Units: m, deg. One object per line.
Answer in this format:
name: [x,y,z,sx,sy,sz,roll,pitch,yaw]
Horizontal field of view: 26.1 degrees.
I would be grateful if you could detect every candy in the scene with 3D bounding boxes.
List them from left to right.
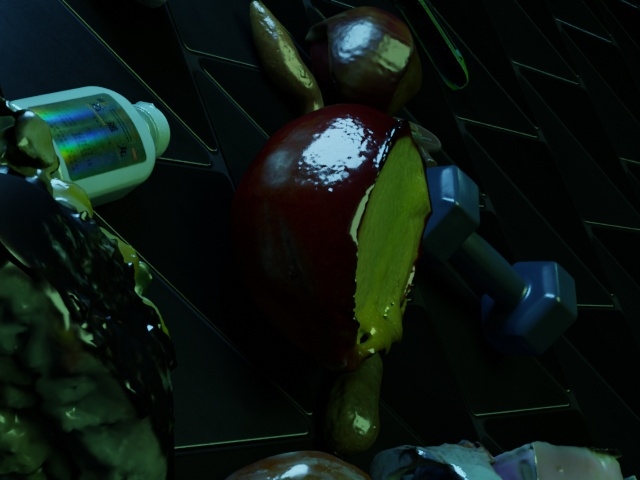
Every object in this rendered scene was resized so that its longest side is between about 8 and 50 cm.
candy: [0.328,0.362,1.862,0.265,0.116,0.155,15,52,-51]

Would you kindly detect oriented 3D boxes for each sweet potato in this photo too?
sweet potato: [-0.049,-0.241,1.914,0.202,0.058,0.055,60,-13,-6]
sweet potato: [0.038,0.166,1.665,0.081,0.062,0.233,37,33,-31]

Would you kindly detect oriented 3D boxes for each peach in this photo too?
peach: [0.000,0.000,1.629,0.257,0.201,0.361,72,27,-48]

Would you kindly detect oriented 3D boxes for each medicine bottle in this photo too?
medicine bottle: [-0.245,-0.098,1.454,0.121,0.083,0.229,58,29,4]

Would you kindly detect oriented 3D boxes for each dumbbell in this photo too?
dumbbell: [0.229,0.032,1.989,0.316,0.156,0.143,41,5,-29]

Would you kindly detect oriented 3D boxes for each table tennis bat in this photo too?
table tennis bat: [0.122,-0.105,2.091,0.108,0.119,0.170,13,24,-20]

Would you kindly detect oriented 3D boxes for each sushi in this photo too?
sushi: [-0.258,0.085,1.038,0.329,0.328,0.285,45,22,-21]

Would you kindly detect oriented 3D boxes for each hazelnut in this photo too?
hazelnut: [0.064,-0.253,2.014,0.202,0.161,0.170,-164,-128,-79]

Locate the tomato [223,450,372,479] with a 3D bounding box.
tomato: [0.003,0.307,1.394,0.214,0.155,0.181,57,26,0]

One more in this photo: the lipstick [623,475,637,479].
lipstick: [0.486,0.493,2.019,0.076,0.077,0.289,-11,73,-59]

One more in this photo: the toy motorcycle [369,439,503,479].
toy motorcycle: [0.137,0.371,1.471,0.241,0.182,0.319,90,-15,-64]

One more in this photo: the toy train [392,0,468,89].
toy train: [0.194,-0.355,2.388,0.209,0.044,0.042,57,28,-4]

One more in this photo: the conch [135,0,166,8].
conch: [-0.208,-0.357,1.700,0.207,0.130,0.155,30,25,-19]
